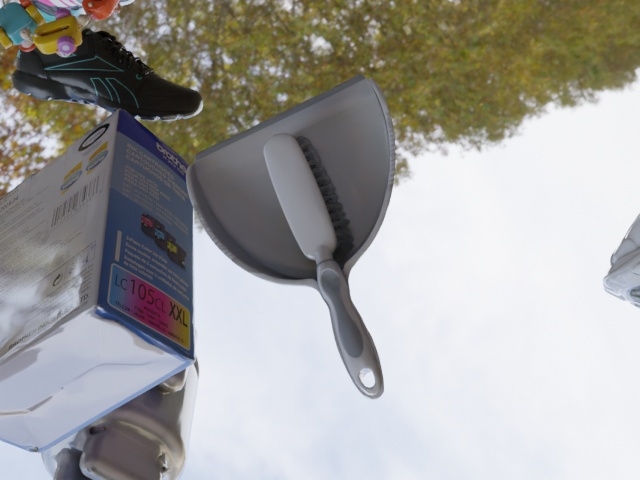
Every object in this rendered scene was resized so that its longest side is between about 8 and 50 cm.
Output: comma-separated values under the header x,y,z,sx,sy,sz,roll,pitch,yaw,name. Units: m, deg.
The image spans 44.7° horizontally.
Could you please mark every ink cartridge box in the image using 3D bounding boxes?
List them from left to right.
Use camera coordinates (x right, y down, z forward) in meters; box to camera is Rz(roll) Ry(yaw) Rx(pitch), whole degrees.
x,y,z,sx,sy,sz,roll,pitch,yaw,name
-0.299,0.021,0.975,0.151,0.270,0.396,41,-152,-40,ink cartridge box

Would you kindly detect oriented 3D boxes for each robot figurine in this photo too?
x,y,z,sx,sy,sz,roll,pitch,yaw,name
-0.286,0.242,1.152,0.200,0.300,0.353,41,-158,-23,robot figurine

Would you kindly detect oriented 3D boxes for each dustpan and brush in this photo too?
x,y,z,sx,sy,sz,roll,pitch,yaw,name
0.000,0.000,0.491,0.211,0.147,0.060,68,-171,16,dustpan and brush

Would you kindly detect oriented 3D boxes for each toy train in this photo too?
x,y,z,sx,sy,sz,roll,pitch,yaw,name
-0.307,-0.265,0.918,0.046,0.166,0.125,69,-148,-59,toy train

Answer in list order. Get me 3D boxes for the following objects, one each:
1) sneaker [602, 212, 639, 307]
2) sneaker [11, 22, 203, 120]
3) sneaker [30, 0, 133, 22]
x,y,z,sx,sy,sz,roll,pitch,yaw,name
0.246,-0.024,0.482,0.090,0.232,0.115,18,-112,9,sneaker
-0.293,-0.233,1.082,0.267,0.106,0.101,11,-166,-5,sneaker
-0.472,-0.484,1.516,0.178,0.295,0.124,69,-141,-77,sneaker
